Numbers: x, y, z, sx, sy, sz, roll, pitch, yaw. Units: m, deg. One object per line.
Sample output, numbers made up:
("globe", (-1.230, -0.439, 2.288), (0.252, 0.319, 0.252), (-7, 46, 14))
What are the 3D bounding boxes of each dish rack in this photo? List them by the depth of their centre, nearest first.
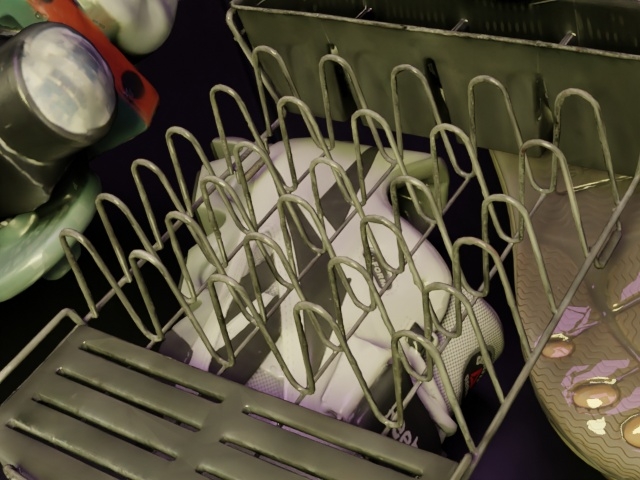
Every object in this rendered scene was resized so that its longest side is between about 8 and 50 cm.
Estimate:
("dish rack", (0.000, 0.000, 0.417), (0.208, 0.074, 0.271), (14, 49, 33))

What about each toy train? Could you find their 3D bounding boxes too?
("toy train", (-0.209, -0.047, 0.544), (0.334, 0.142, 0.190), (-23, 35, 36))

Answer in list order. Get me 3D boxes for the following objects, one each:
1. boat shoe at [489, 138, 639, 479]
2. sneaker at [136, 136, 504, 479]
("boat shoe", (0.146, -0.036, 0.538), (0.132, 0.130, 0.355), (-6, 56, 19))
("sneaker", (0.008, 0.070, 0.479), (0.146, 0.122, 0.330), (-4, 51, 10))
